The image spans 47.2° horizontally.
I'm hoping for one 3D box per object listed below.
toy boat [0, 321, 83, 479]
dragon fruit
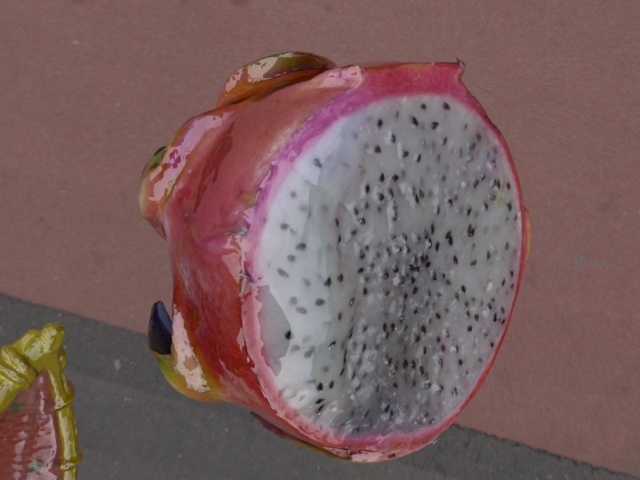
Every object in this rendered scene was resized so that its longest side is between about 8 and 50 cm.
[{"bbox_3d":[-0.220,0.217,0.507,0.099,0.141,0.318,-4,79,23],"label":"toy boat"},{"bbox_3d":[0.000,0.000,0.533,0.189,0.290,0.291,12,108,46],"label":"dragon fruit"}]
